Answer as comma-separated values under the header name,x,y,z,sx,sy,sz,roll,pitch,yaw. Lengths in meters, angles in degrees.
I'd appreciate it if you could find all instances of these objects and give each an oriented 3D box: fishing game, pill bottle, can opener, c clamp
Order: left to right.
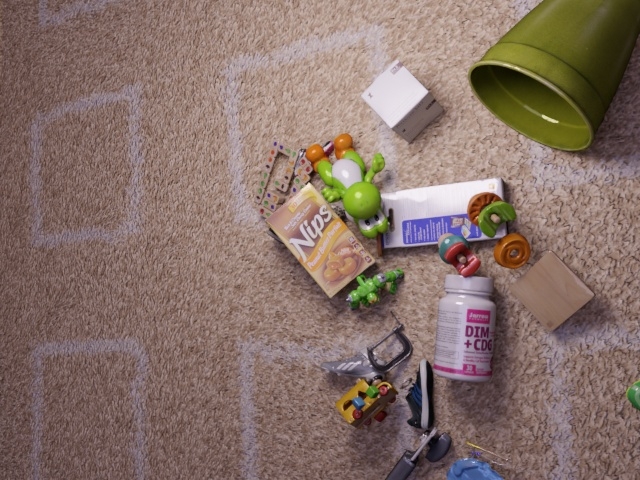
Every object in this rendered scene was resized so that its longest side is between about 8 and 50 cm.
name,x,y,z,sx,sy,sz,roll,pitch,yaw
c clamp,0.202,0.316,1.839,0.161,0.022,0.137,-42,83,-11
can opener,0.274,0.662,1.768,0.095,0.076,0.283,36,103,16
pill bottle,0.406,0.241,1.699,0.160,0.160,0.283,3,86,26
fishing game,0.439,0.704,1.708,0.189,0.041,0.264,10,95,33

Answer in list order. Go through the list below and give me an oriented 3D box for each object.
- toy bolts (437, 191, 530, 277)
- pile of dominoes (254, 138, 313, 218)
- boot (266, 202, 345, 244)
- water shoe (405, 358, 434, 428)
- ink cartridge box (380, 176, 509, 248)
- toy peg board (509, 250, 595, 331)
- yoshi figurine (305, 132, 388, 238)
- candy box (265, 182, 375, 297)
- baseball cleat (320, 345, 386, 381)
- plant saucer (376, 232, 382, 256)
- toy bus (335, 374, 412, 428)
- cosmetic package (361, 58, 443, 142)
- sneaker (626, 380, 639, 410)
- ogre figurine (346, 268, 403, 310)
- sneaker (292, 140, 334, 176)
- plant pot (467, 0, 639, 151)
name,x,y,z,sx,sy,sz,roll,pitch,yaw
toy bolts,0.439,-0.003,1.688,0.228,0.158,0.218,-39,112,8
pile of dominoes,-0.133,-0.188,2.029,0.196,0.040,0.251,31,113,29
boot,-0.041,-0.052,1.979,0.236,0.085,0.178,21,93,14
water shoe,0.285,0.450,1.785,0.080,0.073,0.203,-3,83,27
ink cartridge box,0.361,-0.075,1.806,0.371,0.069,0.175,-5,83,22
toy peg board,0.638,0.135,1.659,0.161,0.079,0.160,51,122,21
yoshi figurine,0.094,-0.177,1.828,0.203,0.203,0.362,-50,53,31
candy box,0.000,0.000,1.883,0.183,0.087,0.316,-40,90,1
baseball cleat,0.105,0.378,1.888,0.206,0.072,0.109,8,82,16
plant saucer,0.182,0.009,1.872,0.013,0.083,0.083,-5,82,10
toy bus,0.141,0.458,1.794,0.104,0.202,0.191,47,132,35
cosmetic package,0.248,-0.414,1.826,0.151,0.184,0.151,-44,69,16
sneaker,0.893,0.441,1.470,0.295,0.123,0.109,37,101,24
ogre figurine,0.153,0.149,1.852,0.197,0.118,0.096,-17,78,24
sneaker,-0.034,-0.285,2.013,0.170,0.063,0.074,-37,77,23
plant pot,0.639,-0.484,1.583,0.366,0.366,0.353,35,89,24
